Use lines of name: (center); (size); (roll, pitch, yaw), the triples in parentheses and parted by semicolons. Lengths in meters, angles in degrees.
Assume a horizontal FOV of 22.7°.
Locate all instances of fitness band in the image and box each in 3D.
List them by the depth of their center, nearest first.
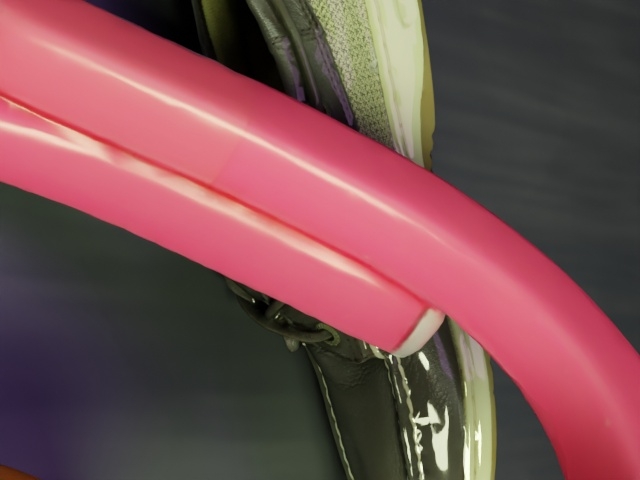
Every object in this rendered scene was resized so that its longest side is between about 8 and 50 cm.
fitness band: (-0.037, 0.036, 0.374); (0.291, 0.054, 0.209); (24, 37, -13)

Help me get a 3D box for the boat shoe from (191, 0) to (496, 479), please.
boat shoe: (0.000, -0.001, 0.519); (0.073, 0.080, 0.223); (-12, 95, -26)

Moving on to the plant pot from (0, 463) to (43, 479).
plant pot: (-0.077, 0.116, 0.387); (0.134, 0.095, 0.134); (11, 76, -47)
